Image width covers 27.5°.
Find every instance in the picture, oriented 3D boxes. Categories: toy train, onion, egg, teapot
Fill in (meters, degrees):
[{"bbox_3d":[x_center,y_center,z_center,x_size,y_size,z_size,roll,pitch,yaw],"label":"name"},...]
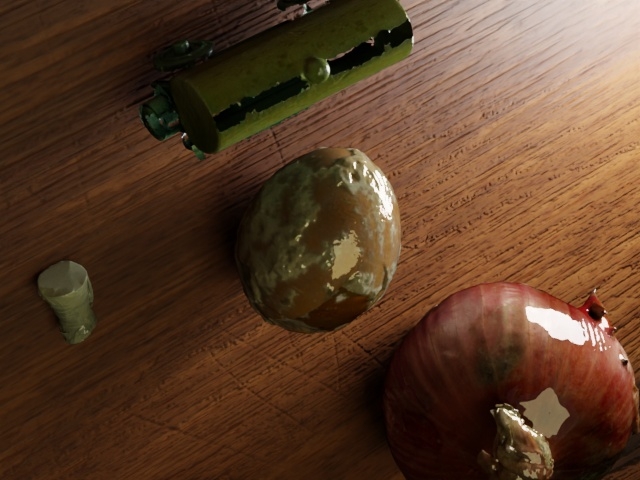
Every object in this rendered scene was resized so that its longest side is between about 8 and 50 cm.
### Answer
[{"bbox_3d":[-0.039,-0.176,1.398,0.307,0.189,0.126,-29,125,-23],"label":"toy train"},{"bbox_3d":[0.255,0.208,1.748,0.353,0.353,0.354,-17,122,-29],"label":"onion"},{"bbox_3d":[0.000,0.000,1.516,0.194,0.195,0.233,11,123,-40],"label":"egg"},{"bbox_3d":[-0.275,0.068,1.447,0.067,0.057,0.083,-54,146,-42],"label":"teapot"}]
